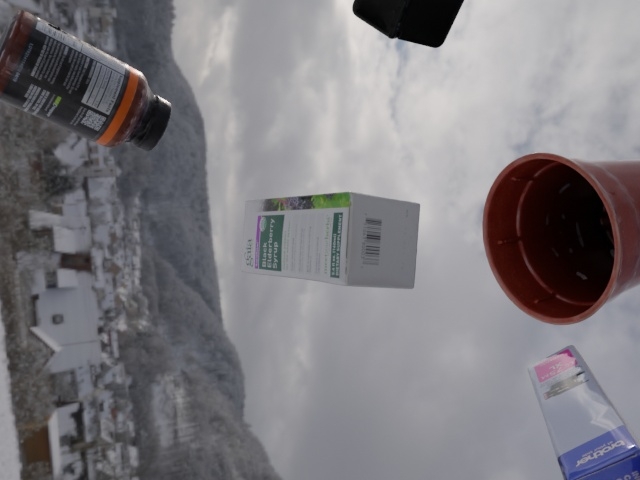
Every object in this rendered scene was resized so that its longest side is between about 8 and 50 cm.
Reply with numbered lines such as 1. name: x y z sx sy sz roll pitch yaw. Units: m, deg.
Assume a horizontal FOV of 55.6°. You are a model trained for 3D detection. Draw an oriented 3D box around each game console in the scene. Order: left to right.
1. game console: 0.113 -0.308 0.731 0.107 0.071 0.122 41 -51 22

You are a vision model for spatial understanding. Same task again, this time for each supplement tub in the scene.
1. supplement tub: -0.282 -0.178 0.724 0.106 0.198 0.105 -30 -131 40

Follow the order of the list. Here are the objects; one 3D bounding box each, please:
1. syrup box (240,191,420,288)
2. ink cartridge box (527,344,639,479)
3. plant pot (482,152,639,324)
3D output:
1. syrup box: 0.000 0.000 0.703 0.237 0.096 0.093 2 -93 56
2. ink cartridge box: 0.242 0.207 0.465 0.185 0.065 0.311 60 12 3
3. plant pot: 0.463 -0.021 1.004 0.272 0.265 0.272 32 -53 57
